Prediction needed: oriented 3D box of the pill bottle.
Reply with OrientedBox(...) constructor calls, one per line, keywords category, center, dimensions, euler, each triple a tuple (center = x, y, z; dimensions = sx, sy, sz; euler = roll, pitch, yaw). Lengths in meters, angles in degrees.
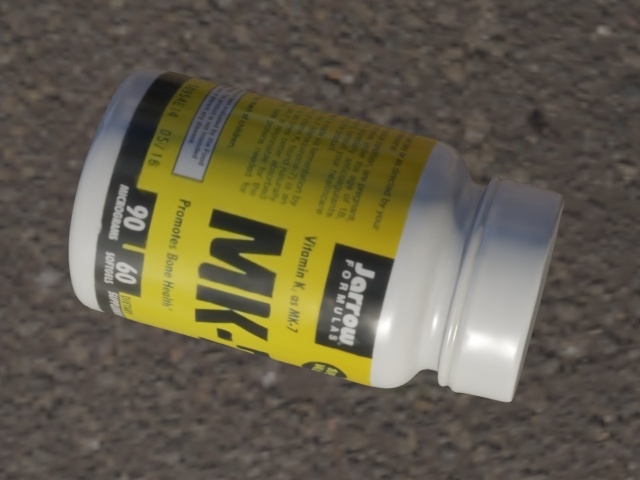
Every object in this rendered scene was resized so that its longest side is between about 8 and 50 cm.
OrientedBox(category="pill bottle", center=(0.000, 0.000, 0.881), dimensions=(0.208, 0.119, 0.119), euler=(14, 100, 9))
